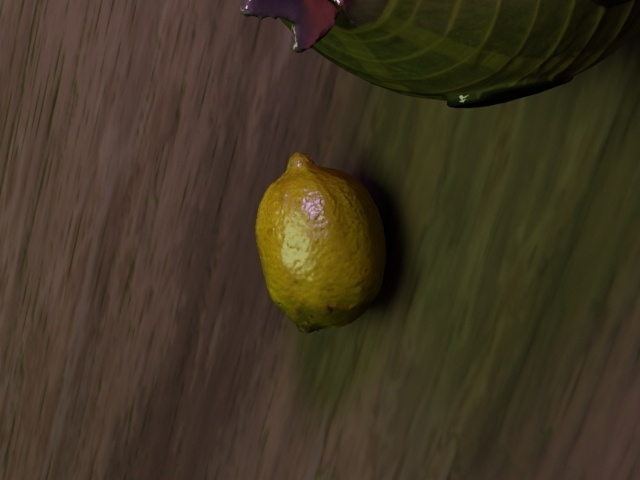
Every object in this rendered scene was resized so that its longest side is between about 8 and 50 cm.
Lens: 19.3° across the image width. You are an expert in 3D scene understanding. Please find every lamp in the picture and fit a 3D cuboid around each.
[{"bbox_3d":[0.054,-0.176,0.893,0.250,0.284,0.250,23,135,26],"label":"lamp"}]

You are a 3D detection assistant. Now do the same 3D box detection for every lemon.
[{"bbox_3d":[0.000,0.000,1.155,0.082,0.082,0.110,-3,94,51],"label":"lemon"}]
